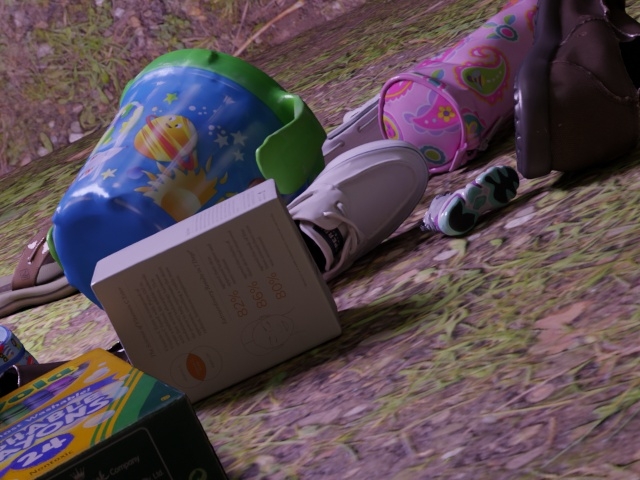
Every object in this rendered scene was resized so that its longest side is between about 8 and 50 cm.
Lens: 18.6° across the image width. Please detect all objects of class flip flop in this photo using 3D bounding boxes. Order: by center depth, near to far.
[{"bbox_3d":[-0.331,0.024,2.364,0.277,0.080,0.112,-19,13,30],"label":"flip flop"}]

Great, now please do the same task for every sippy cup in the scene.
[{"bbox_3d":[-0.145,-0.038,1.954,0.224,0.240,0.305,-53,-11,-44],"label":"sippy cup"}]

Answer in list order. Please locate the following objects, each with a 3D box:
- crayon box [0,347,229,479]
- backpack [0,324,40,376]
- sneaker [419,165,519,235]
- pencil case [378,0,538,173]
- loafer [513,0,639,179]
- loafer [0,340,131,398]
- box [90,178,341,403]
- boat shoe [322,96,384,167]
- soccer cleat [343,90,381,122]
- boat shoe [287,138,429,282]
[{"bbox_3d":[-0.212,0.172,1.461,0.203,0.083,0.323,-29,12,-15],"label":"crayon box"},{"bbox_3d":[-0.350,0.133,1.843,0.173,0.117,0.158,-26,12,-14],"label":"backpack"},{"bbox_3d":[0.129,-0.037,1.770,0.098,0.038,0.069,-32,14,-30],"label":"sneaker"},{"bbox_3d":[0.180,-0.170,2.076,0.124,0.124,0.284,-14,17,45],"label":"pencil case"},{"bbox_3d":[0.265,-0.153,1.851,0.130,0.134,0.366,2,29,13],"label":"loafer"},{"bbox_3d":[-0.235,0.137,1.670,0.220,0.078,0.080,-33,14,-30],"label":"loafer"},{"bbox_3d":[-0.086,0.047,1.627,0.170,0.130,0.091,-24,12,3],"label":"box"},{"bbox_3d":[-0.001,-0.091,2.189,0.226,0.076,0.083,-30,12,-22],"label":"boat shoe"},{"bbox_3d":[0.067,-0.167,2.509,0.083,0.029,0.035,-27,20,9],"label":"soccer cleat"},{"bbox_3d":[0.000,0.000,1.790,0.258,0.095,0.084,-38,18,-8],"label":"boat shoe"}]
